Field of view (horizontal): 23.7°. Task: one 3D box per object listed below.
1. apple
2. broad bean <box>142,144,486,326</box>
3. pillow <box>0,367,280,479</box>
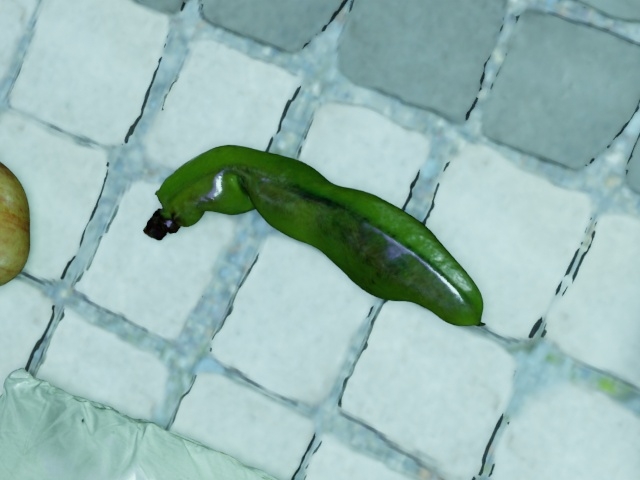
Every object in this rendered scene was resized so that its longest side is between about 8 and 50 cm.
[{"bbox_3d":[-0.197,-0.010,0.832,0.084,0.071,0.084,-3,79,13],"label":"apple"},{"bbox_3d":[-0.001,-0.008,0.793,0.195,0.046,0.061,15,103,19],"label":"broad bean"},{"bbox_3d":[-0.087,0.165,0.805,0.229,0.051,0.128,21,95,13],"label":"pillow"}]
